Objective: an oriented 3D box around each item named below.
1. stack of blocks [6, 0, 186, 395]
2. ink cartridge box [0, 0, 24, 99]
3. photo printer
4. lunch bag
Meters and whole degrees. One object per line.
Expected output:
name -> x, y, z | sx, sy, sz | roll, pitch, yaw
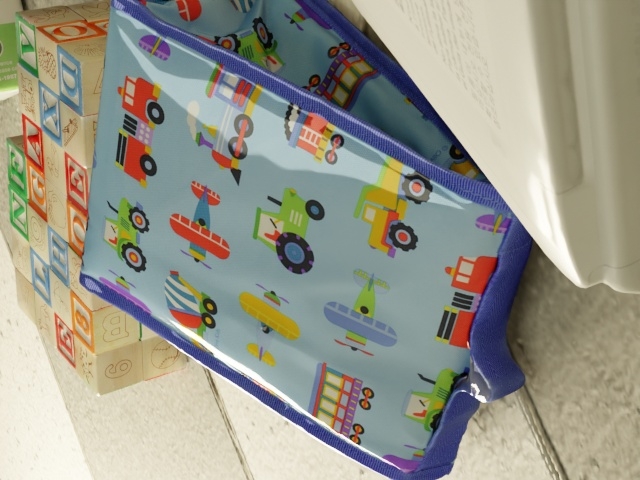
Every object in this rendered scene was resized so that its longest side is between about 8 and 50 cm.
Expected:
stack of blocks -> -0.192, -0.043, 1.011 | 0.171, 0.087, 0.297 | 37, 133, 45
ink cartridge box -> -0.405, -0.257, 1.142 | 0.114, 0.198, 0.273 | -4, 100, 59
photo printer -> 0.059, -0.163, 0.451 | 0.307, 0.107, 0.256 | -119, 9, -49
lunch bag -> 0.000, 0.000, 0.714 | 0.293, 0.138, 0.221 | 39, 132, 30
